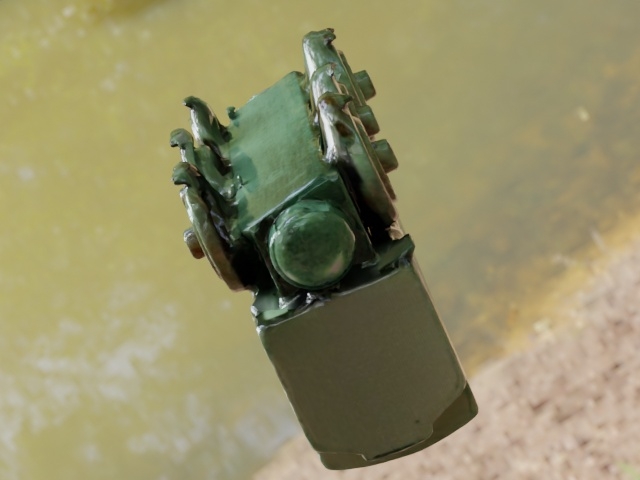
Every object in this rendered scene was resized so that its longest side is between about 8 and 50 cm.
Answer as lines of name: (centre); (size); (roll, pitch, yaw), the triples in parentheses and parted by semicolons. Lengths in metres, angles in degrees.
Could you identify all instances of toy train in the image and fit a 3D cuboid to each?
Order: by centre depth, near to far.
toy train: (0.000, 0.000, 0.730); (0.081, 0.125, 0.194); (-23, 17, 3)
